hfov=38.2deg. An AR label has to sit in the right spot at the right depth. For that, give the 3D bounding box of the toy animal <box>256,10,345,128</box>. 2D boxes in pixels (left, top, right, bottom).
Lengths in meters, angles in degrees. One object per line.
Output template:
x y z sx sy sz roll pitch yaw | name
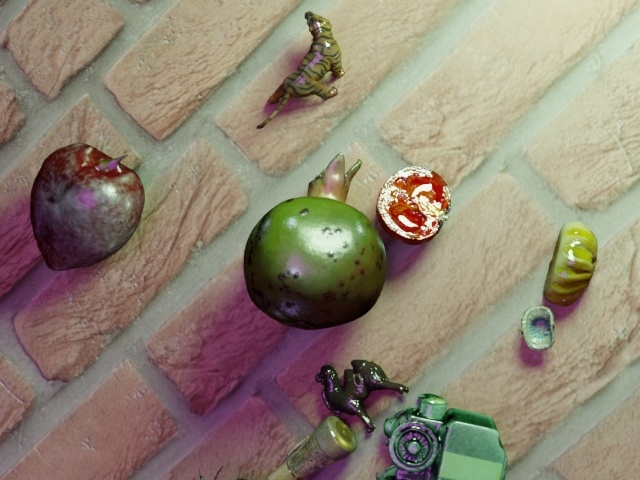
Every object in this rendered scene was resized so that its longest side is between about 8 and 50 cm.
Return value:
-0.038 -0.311 1.818 0.114 0.116 0.255 38 100 14 | toy animal

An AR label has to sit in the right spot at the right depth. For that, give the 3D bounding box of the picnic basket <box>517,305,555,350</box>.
0.402 0.163 1.710 0.065 0.083 0.083 -4 86 21 | picnic basket

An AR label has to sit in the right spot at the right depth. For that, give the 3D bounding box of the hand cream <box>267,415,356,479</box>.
-0.024 0.434 1.835 0.203 0.084 0.084 -41 79 20 | hand cream

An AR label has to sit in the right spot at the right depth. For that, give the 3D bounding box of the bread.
0.459 0.042 1.692 0.083 0.094 0.157 16 86 19 | bread

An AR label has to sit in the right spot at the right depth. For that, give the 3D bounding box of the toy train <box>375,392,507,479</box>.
0.220 0.442 1.726 0.238 0.167 0.298 13 94 5 | toy train

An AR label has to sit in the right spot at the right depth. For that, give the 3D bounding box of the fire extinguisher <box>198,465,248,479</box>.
-0.111 0.528 1.805 0.295 0.093 0.118 18 86 0 | fire extinguisher

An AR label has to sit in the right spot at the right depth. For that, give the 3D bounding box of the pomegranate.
-0.019 0.007 1.715 0.291 0.291 0.323 -7 91 15 | pomegranate

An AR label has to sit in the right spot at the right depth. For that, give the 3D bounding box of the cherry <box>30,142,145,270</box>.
-0.483 -0.067 1.895 0.230 0.203 0.300 33 106 6 | cherry

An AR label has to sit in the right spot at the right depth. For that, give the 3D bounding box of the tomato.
0.176 -0.058 1.773 0.139 0.091 0.159 25 69 5 | tomato

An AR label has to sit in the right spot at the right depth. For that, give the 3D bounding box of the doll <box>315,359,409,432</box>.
0.071 0.292 1.816 0.165 0.057 0.139 38 102 17 | doll
